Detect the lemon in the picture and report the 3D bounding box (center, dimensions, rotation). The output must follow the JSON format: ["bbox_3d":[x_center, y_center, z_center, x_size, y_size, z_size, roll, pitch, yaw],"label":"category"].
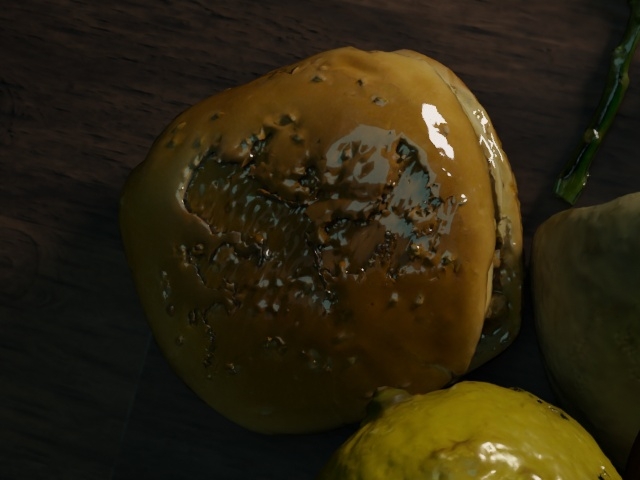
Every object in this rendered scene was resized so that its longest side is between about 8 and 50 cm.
[{"bbox_3d":[0.116,0.244,1.180,0.260,0.260,0.284,-46,70,3],"label":"lemon"}]

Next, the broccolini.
[{"bbox_3d":[0.240,-0.152,1.317,0.071,0.057,0.254,14,78,58],"label":"broccolini"}]

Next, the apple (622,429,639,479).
[{"bbox_3d":[0.365,0.204,0.962,0.374,0.384,0.374,17,116,40],"label":"apple"}]

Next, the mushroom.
[{"bbox_3d":[0.302,0.076,1.196,0.292,0.212,0.217,-3,72,6],"label":"mushroom"}]

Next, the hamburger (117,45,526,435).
[{"bbox_3d":[0.007,0.002,1.290,0.304,0.174,0.284,-20,89,20],"label":"hamburger"}]
